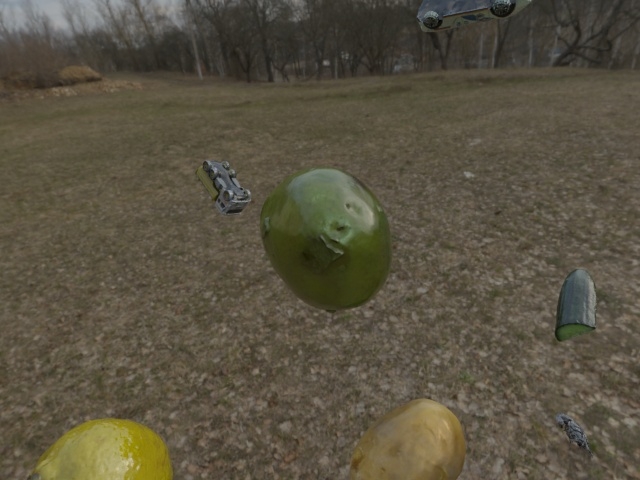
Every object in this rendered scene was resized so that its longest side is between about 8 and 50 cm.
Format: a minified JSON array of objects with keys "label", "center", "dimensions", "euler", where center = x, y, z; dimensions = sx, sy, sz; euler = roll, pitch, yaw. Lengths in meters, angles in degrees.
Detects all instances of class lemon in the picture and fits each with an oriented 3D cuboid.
[{"label":"lemon","center":[-0.191,0.213,0.351],"dimensions":[0.108,0.133,0.109],"euler":[-16,56,26]}]

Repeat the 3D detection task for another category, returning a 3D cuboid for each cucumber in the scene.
[{"label":"cucumber","center":[0.766,0.179,1.220],"dimensions":[0.115,0.063,0.244],"euler":[-40,15,53]}]

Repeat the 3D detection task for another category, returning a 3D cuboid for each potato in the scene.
[{"label":"potato","center":[0.165,0.396,0.735],"dimensions":[0.233,0.151,0.146],"euler":[-32,3,-15]},{"label":"potato","center":[0.000,0.000,0.517],"dimensions":[0.148,0.187,0.253],"euler":[-9,-10,-8]}]

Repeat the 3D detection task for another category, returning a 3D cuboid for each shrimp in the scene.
[{"label":"shrimp","center":[0.912,0.695,1.436],"dimensions":[0.065,0.057,0.165],"euler":[-8,34,-5]}]

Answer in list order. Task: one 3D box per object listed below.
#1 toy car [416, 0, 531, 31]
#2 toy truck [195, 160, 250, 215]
[{"label":"toy car","center":[0.264,-0.408,0.684],"dimensions":[0.204,0.056,0.096],"euler":[10,71,35]},{"label":"toy truck","center":[-0.186,-0.100,0.756],"dimensions":[0.052,0.063,0.123],"euler":[-10,56,-50]}]
